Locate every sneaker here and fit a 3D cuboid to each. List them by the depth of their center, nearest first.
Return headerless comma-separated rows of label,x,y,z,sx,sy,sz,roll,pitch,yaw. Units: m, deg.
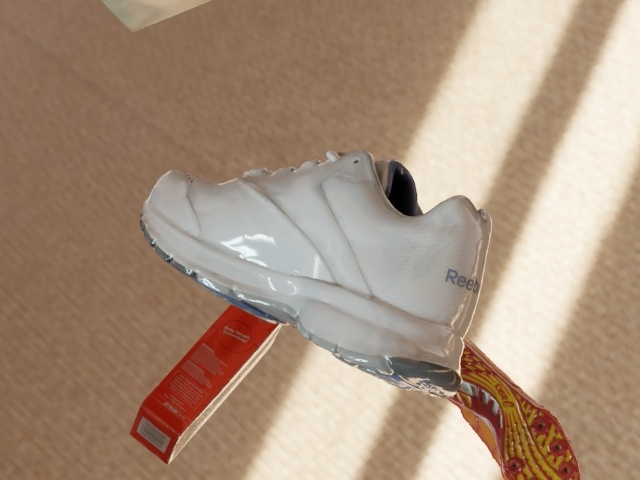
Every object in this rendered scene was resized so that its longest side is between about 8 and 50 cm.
sneaker,0.000,0.000,1.128,0.297,0.111,0.129,23,87,42
sneaker,0.145,0.135,1.373,0.064,0.067,0.175,-40,84,9

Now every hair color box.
hair color box,-0.091,0.108,1.407,0.043,0.072,0.141,38,61,6

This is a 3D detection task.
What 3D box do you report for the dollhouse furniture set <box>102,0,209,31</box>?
dollhouse furniture set,-0.044,-0.261,0.606,0.286,0.303,0.198,-20,64,13
